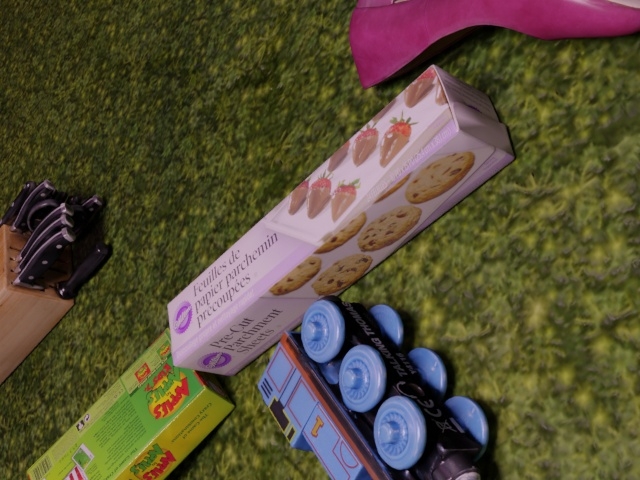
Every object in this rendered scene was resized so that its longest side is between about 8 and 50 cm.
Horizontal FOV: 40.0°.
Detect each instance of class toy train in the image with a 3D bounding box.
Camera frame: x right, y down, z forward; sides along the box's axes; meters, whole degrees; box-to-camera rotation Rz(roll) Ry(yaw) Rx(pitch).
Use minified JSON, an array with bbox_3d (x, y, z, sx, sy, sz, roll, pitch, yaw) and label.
[{"bbox_3d":[0.033,0.115,0.576,0.184,0.080,0.105,49,122,45],"label":"toy train"}]

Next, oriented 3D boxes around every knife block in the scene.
[{"bbox_3d":[-0.349,0.064,1.030,0.242,0.088,0.275,12,84,52],"label":"knife block"}]

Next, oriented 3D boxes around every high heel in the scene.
[{"bbox_3d":[0.110,-0.137,0.604,0.244,0.082,0.117,24,123,39],"label":"high heel"}]

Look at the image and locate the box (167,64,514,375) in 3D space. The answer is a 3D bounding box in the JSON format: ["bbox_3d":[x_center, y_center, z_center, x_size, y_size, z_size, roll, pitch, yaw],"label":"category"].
[{"bbox_3d":[0.000,0.000,0.667,0.324,0.067,0.063,-39,48,32],"label":"box"}]

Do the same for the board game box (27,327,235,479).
[{"bbox_3d":[-0.167,0.173,0.764,0.181,0.043,0.092,-46,42,1],"label":"board game box"}]
